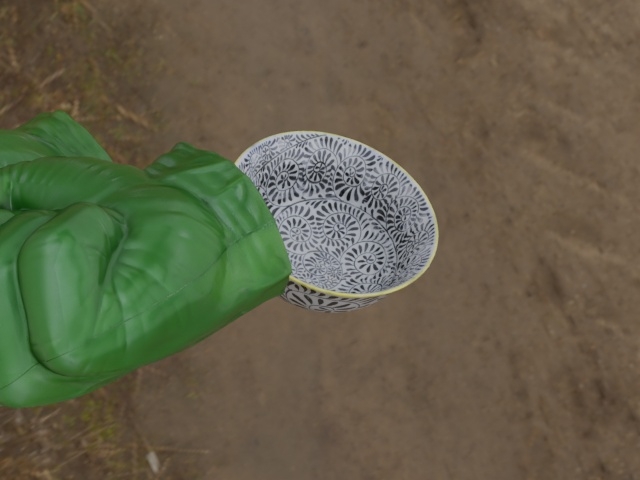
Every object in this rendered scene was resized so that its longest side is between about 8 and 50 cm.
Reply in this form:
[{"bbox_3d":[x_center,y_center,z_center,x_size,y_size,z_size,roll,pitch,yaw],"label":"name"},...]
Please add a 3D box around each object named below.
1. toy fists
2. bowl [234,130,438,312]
[{"bbox_3d":[-0.144,0.000,0.568,0.142,0.279,0.096,-31,119,-27],"label":"toy fists"},{"bbox_3d":[0.000,0.000,0.945,0.170,0.080,0.170,11,47,-12],"label":"bowl"}]
